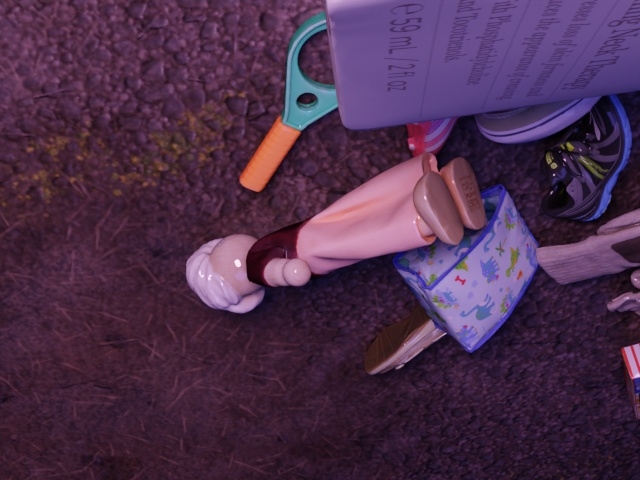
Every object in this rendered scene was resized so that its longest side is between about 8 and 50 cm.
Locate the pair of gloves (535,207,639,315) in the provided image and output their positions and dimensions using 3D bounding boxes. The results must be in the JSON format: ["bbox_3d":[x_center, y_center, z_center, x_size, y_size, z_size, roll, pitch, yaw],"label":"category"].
[{"bbox_3d":[0.392,0.032,1.193,0.240,0.042,0.204,30,146,-32],"label":"pair of gloves"}]

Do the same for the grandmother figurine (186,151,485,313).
[{"bbox_3d":[0.000,0.000,1.095,0.342,0.104,0.208,-18,177,32],"label":"grandmother figurine"}]

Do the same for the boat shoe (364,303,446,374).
[{"bbox_3d":[0.117,0.123,1.292,0.048,0.056,0.153,34,115,-26],"label":"boat shoe"}]

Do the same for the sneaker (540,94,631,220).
[{"bbox_3d":[0.276,-0.089,1.094,0.078,0.067,0.188,-6,137,-8],"label":"sneaker"}]

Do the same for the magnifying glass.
[{"bbox_3d":[-0.018,-0.137,1.052,0.092,0.026,0.231,20,129,-23],"label":"magnifying glass"}]

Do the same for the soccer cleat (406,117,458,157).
[{"bbox_3d":[0.135,-0.178,0.993,0.095,0.083,0.248,-2,131,-10],"label":"soccer cleat"}]

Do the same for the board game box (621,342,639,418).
[{"bbox_3d":[0.469,0.169,1.333,0.147,0.045,0.193,-17,151,10],"label":"board game box"}]

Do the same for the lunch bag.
[{"bbox_3d":[0.176,0.026,1.179,0.151,0.096,0.129,-42,130,-6],"label":"lunch bag"}]

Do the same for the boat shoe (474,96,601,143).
[{"bbox_3d":[0.236,-0.195,0.936,0.094,0.109,0.302,7,145,-39],"label":"boat shoe"}]

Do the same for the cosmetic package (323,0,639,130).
[{"bbox_3d":[0.182,-0.279,0.645,0.394,0.327,0.329,-7,174,3],"label":"cosmetic package"}]
